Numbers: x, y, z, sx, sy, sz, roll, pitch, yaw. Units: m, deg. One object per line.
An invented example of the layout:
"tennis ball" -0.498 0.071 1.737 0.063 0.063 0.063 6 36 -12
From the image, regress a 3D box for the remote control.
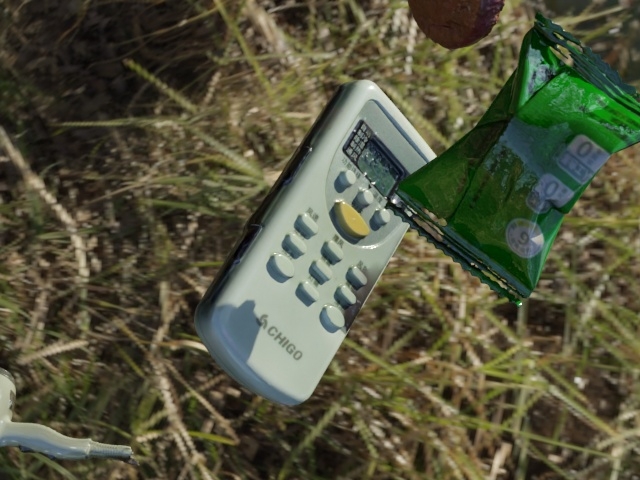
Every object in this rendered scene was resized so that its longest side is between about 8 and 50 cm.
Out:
"remote control" 0.000 0.000 1.118 0.140 0.056 0.296 46 62 -28

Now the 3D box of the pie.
"pie" 0.144 -0.306 1.403 0.049 0.182 0.182 -16 96 -24

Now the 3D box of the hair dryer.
"hair dryer" -0.408 0.301 1.619 0.267 0.092 0.229 26 58 20

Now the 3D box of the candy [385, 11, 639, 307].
"candy" 0.159 -0.066 0.994 0.203 0.141 0.078 -53 147 12
